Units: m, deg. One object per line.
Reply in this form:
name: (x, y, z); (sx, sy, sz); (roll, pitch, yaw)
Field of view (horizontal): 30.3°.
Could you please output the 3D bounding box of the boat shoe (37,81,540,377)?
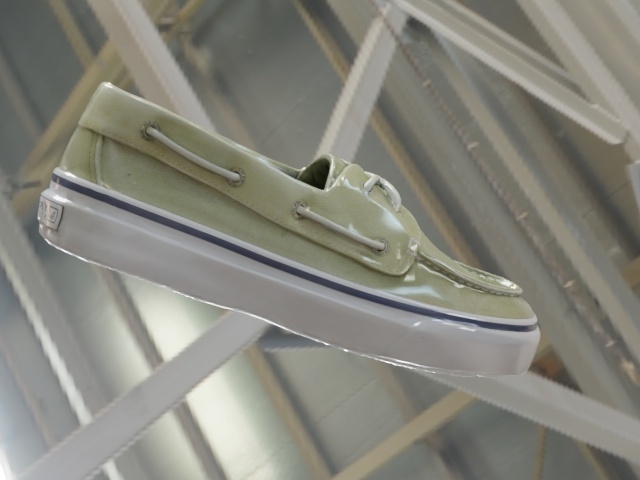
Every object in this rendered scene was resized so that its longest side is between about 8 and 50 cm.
boat shoe: (0.000, 0.000, 0.656); (0.094, 0.302, 0.109); (-70, -159, 7)
